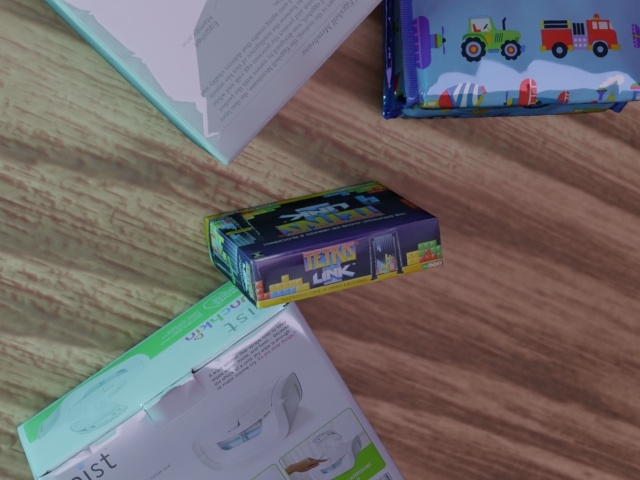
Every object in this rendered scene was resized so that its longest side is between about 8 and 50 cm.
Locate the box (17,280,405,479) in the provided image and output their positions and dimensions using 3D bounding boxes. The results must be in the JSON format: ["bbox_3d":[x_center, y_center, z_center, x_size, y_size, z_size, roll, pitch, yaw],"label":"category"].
[{"bbox_3d":[-0.093,0.196,1.226,0.262,0.127,0.231,-35,113,-8],"label":"box"}]

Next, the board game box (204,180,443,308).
[{"bbox_3d":[0.000,0.000,1.201,0.170,0.141,0.048,-13,109,-18],"label":"board game box"}]

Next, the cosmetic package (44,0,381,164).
[{"bbox_3d":[-0.091,-0.223,1.107,0.224,0.138,0.225,-47,113,-3],"label":"cosmetic package"}]

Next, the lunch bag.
[{"bbox_3d":[0.166,-0.258,1.201,0.221,0.138,0.293,-3,90,-6],"label":"lunch bag"}]
